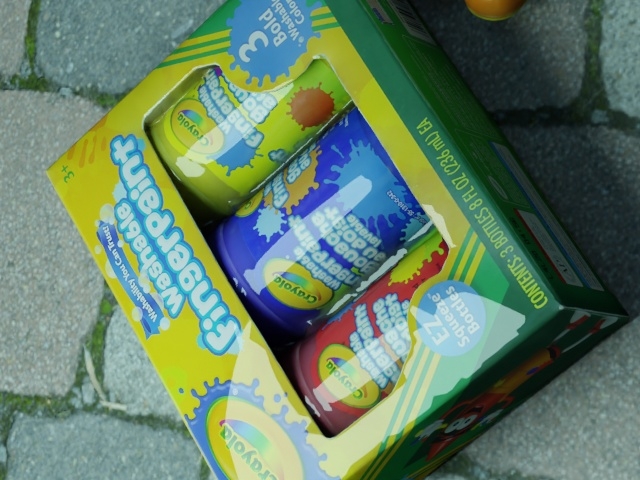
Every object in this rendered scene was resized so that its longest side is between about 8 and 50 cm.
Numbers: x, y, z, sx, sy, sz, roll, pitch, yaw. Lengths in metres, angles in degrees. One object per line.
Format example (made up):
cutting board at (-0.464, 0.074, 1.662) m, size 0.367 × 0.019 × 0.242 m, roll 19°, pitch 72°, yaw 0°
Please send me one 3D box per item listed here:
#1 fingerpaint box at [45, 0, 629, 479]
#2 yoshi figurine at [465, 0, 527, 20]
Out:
fingerpaint box at (0.000, 0.000, 1.674) m, size 0.371 × 0.163 × 0.445 m, roll -40°, pitch 66°, yaw 21°
yoshi figurine at (0.125, -0.385, 1.563) m, size 0.203 × 0.362 × 0.203 m, roll -16°, pitch 48°, yaw 0°
